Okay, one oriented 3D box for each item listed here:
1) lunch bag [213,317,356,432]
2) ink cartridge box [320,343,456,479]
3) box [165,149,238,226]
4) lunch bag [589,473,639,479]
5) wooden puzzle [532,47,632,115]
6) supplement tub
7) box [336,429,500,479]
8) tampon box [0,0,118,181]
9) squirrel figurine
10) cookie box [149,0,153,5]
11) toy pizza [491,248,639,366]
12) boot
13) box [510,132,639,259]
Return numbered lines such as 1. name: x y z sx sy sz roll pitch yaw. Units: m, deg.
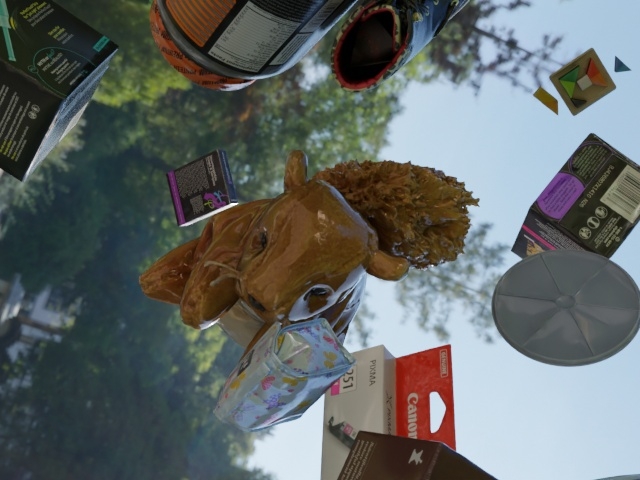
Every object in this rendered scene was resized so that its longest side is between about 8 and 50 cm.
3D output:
1. lunch bag: -0.028 0.092 0.617 0.071 0.053 0.083 -49 158 27
2. ink cartridge box: 0.119 0.314 1.603 0.239 0.060 0.275 -19 -134 25
3. box: -0.243 -0.106 1.823 0.162 0.029 0.116 -19 -99 39
4. lunch bag: 0.097 0.193 0.474 0.176 0.219 0.090 115 -34 -59
5. wooden puzzle: 0.347 -0.208 1.181 0.116 0.078 0.014 -41 -156 16
6. supplement tub: -0.050 -0.296 0.923 0.316 0.193 0.194 -33 -142 52
7. box: 0.127 0.340 1.015 0.167 0.203 0.168 -11 -133 60
8. tampon box: -0.280 -0.153 0.757 0.101 0.161 0.120 -50 -168 34
9. squirrel figurine: 0.000 0.000 1.130 0.397 0.281 0.370 -38 173 -22
10. cookie box: -0.219 -0.386 1.414 0.092 0.107 0.040 70 38 -54
11. toy pizza: 0.337 0.093 1.225 0.032 0.201 0.201 73 18 -47
12. boot: 0.098 -0.243 0.896 0.236 0.085 0.178 -49 -176 16
13. box: 0.428 -0.032 1.464 0.165 0.143 0.270 -49 167 -8
